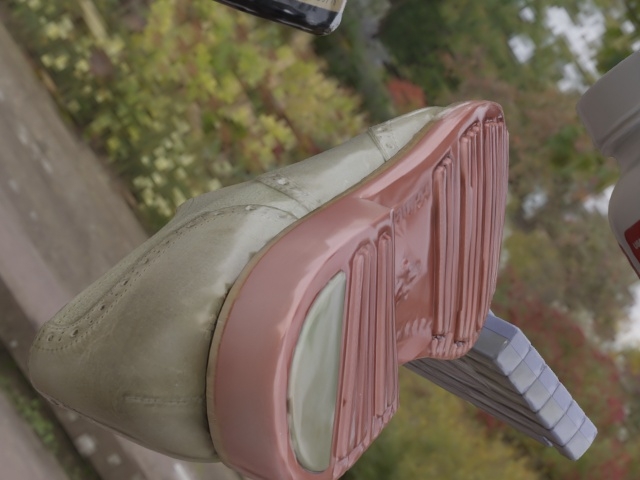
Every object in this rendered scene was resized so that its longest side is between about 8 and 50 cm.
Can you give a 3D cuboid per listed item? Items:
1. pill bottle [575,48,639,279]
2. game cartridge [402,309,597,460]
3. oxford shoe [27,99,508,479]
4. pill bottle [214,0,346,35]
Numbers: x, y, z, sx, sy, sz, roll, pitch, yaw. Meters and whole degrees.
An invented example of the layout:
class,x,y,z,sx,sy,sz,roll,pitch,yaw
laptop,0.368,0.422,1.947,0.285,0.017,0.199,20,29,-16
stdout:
class,x,y,z,sx,sy,sz,roll,pitch,yaw
pill bottle,0.400,0.011,1.341,0.408,0.229,0.229,61,0,11
game cartridge,0.131,0.105,1.712,0.355,0.068,0.230,27,-21,46
oxford shoe,0.000,0.000,0.786,0.397,0.146,0.140,-28,122,-64
pill bottle,-0.013,-0.254,0.986,0.123,0.219,0.123,19,11,-4
